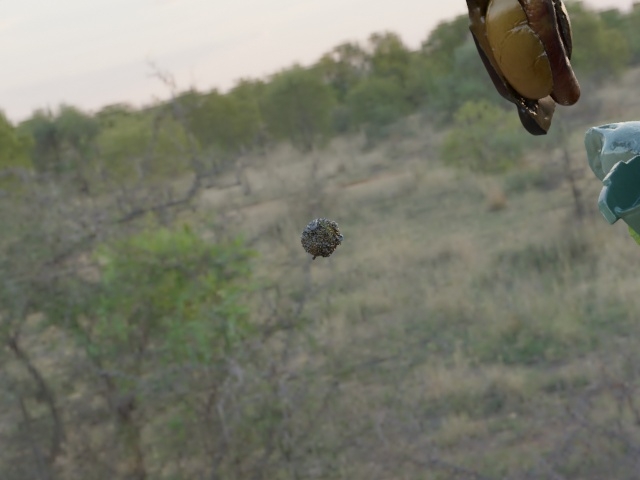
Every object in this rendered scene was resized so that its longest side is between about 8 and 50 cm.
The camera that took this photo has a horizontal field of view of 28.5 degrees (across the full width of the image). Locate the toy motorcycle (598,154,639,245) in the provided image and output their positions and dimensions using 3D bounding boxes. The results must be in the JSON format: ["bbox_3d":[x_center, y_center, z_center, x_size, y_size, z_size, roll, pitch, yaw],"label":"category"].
[{"bbox_3d":[0.584,-0.151,1.988,0.326,0.200,0.191,-52,5,-25],"label":"toy motorcycle"}]

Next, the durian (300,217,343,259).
[{"bbox_3d":[0.000,0.000,2.353,0.080,0.091,0.080,19,25,-9],"label":"durian"}]

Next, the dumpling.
[{"bbox_3d":[0.557,-0.134,2.230,0.219,0.152,0.108,21,15,39],"label":"dumpling"}]

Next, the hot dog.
[{"bbox_3d":[0.362,-0.329,2.073,0.107,0.194,0.326,9,-25,44],"label":"hot dog"}]
